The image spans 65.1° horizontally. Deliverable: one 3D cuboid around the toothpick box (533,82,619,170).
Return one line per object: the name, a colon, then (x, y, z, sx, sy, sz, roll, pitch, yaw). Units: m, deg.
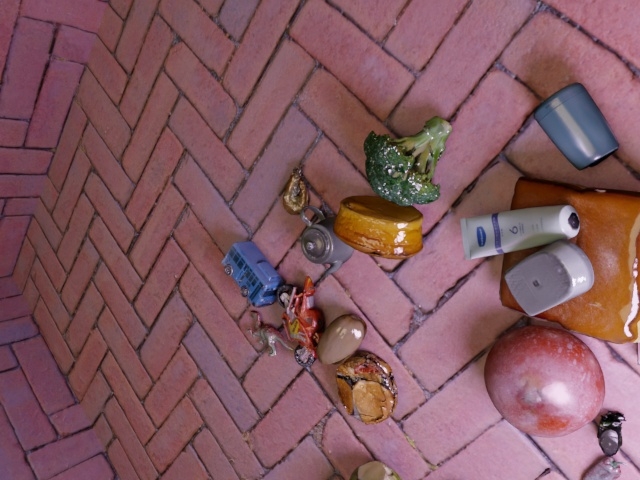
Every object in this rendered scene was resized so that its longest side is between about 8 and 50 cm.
toothpick box: (0.590, -0.256, 1.150, 0.120, 0.120, 0.184, -38, 76, 34)

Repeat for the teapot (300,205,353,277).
teapot: (0.000, 0.000, 1.604, 0.162, 0.149, 0.239, -23, 83, 38)

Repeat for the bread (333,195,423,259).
bread: (0.167, -0.038, 1.439, 0.270, 0.195, 0.142, 17, 116, 25)

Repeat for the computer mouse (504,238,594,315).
computer mouse: (0.498, 0.080, 1.088, 0.127, 0.079, 0.231, 67, 158, 15)

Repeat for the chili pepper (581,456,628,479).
chili pepper: (0.694, 0.578, 1.237, 0.050, 0.041, 0.153, 58, 143, 39)

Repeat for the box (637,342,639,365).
box: (0.767, 0.170, 1.109, 0.120, 0.069, 0.223, -3, 94, 37)

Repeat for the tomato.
tomato: (0.530, 0.339, 1.210, 0.270, 0.227, 0.270, 4, 98, 34)

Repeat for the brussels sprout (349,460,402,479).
brussels sprout: (0.175, 0.816, 1.559, 0.244, 0.244, 0.244, 6, 100, 36)

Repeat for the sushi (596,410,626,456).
sushi: (0.691, 0.456, 1.195, 0.056, 0.083, 0.084, 11, 104, 36)

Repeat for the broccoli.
broccoli: (0.240, -0.229, 1.363, 0.254, 0.269, 0.269, 44, 120, 18)

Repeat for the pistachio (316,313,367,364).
pistachio: (0.070, 0.320, 1.603, 0.206, 0.130, 0.131, -56, 33, 25)

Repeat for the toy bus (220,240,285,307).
toy bus: (-0.242, 0.120, 1.820, 0.234, 0.116, 0.133, 49, 118, 23)

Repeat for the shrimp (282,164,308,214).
shrimp: (-0.080, -0.172, 1.706, 0.099, 0.041, 0.180, 23, 109, 31)

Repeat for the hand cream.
hand cream: (0.453, -0.022, 1.176, 0.321, 0.067, 0.109, -15, 81, 61)

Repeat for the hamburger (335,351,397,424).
hamburger: (0.151, 0.468, 1.586, 0.231, 0.107, 0.230, 7, 103, 32)

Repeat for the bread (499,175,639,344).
bread: (0.590, 0.032, 1.137, 0.324, 0.143, 0.332, 16, 106, 52)

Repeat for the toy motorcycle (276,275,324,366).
toy motorcycle: (-0.053, 0.281, 1.718, 0.171, 0.089, 0.298, -21, 83, 35)

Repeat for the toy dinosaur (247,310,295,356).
toy dinosaur: (-0.179, 0.348, 1.840, 0.242, 0.053, 0.167, -3, 88, 45)
